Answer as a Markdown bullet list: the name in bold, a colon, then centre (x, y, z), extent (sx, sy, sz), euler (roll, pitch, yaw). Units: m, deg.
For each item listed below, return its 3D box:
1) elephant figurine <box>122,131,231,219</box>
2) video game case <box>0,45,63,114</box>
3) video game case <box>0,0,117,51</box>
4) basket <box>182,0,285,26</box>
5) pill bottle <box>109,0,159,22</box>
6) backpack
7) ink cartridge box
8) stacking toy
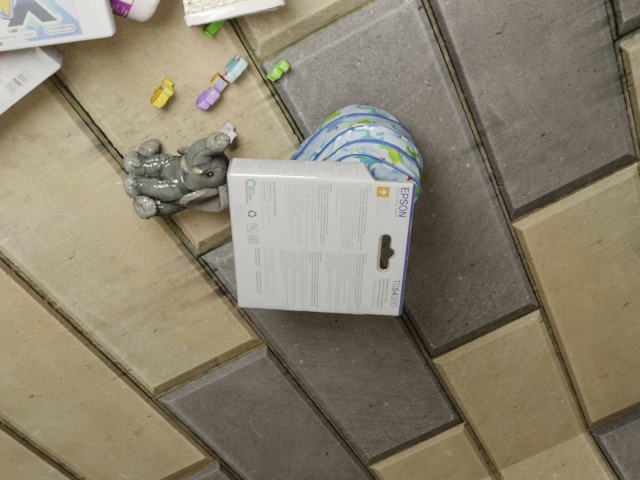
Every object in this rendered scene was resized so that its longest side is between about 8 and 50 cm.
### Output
- **elephant figurine**: centre (-0.237, -0.122, 1.368), extent (0.240, 0.186, 0.169), euler (-9, 110, 16)
- **video game case**: centre (-0.592, -0.294, 1.123), extent (0.270, 0.061, 0.244), euler (-33, 128, 12)
- **video game case**: centre (-0.480, -0.408, 0.984), extent (0.329, 0.036, 0.299), euler (-7, 122, 1)
- **basket**: centre (-0.153, -0.425, 1.201), extent (0.167, 0.113, 0.103), euler (-13, 107, -4)
- **pill bottle**: centre (-0.385, -0.459, 1.090), extent (0.302, 0.169, 0.169), euler (15, 122, -23)
- **backpack**: centre (0.055, -0.095, 1.452), extent (0.290, 0.273, 0.355), euler (31, 103, -16)
- **ink cartridge box**: centre (0.000, 0.000, 1.353), extent (0.330, 0.071, 0.324), euler (2, 128, 1)
- **stacking toy**: centre (-0.185, -0.295, 1.342), extent (0.167, 0.052, 0.221), euler (32, 113, -32)
